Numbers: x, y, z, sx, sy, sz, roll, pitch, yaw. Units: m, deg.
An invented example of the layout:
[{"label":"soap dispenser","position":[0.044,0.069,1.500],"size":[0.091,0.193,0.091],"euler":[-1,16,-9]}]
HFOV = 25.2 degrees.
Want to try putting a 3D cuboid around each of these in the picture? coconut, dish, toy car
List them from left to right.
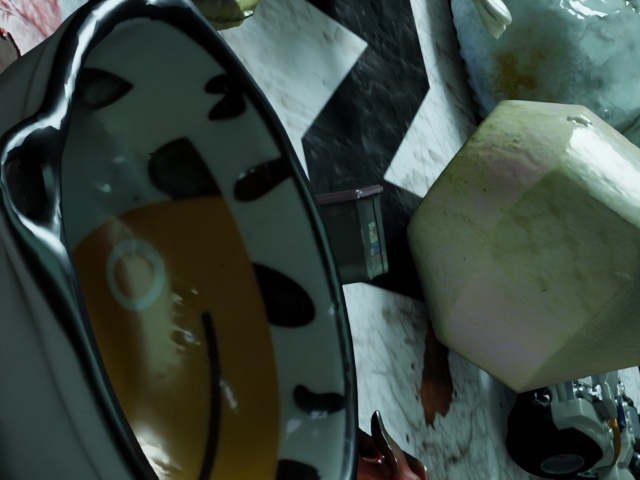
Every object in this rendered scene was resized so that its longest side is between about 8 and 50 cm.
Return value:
[{"label":"dish","position":[-0.090,0.031,0.646],"size":[0.303,0.120,0.303],"euler":[50,31,-45]},{"label":"coconut","position":[0.207,0.010,1.247],"size":[0.259,0.259,0.259],"euler":[51,30,-45]},{"label":"toy car","position":[0.269,0.175,1.459],"size":[0.301,0.118,0.193],"euler":[51,27,-47]}]

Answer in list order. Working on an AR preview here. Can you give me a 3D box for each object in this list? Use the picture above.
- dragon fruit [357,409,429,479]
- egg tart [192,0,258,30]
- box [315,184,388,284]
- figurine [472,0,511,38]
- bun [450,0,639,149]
[{"label":"dragon fruit","position":[0.024,0.169,0.835],"size":[0.142,0.130,0.121],"euler":[39,9,34]},{"label":"egg tart","position":[-0.083,-0.253,0.913],"size":[0.241,0.106,0.241],"euler":[42,40,-48]},{"label":"box","position":[0.000,0.000,0.958],"size":[0.060,0.085,0.063],"euler":[-26,106,-70]},{"label":"figurine","position":[0.084,-0.294,1.263],"size":[0.274,0.227,0.394],"euler":[58,8,-3]},{"label":"bun","position":[0.277,-0.215,1.635],"size":[0.362,0.211,0.362],"euler":[52,27,-42]}]
